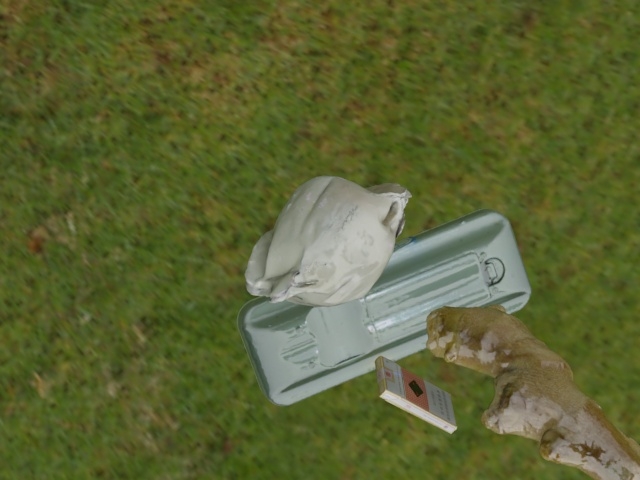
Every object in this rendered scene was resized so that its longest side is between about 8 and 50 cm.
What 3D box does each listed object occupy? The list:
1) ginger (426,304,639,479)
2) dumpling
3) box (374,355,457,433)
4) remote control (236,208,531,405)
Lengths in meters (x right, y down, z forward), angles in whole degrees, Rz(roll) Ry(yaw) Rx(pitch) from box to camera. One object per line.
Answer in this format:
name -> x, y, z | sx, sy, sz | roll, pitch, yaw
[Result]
ginger -> 0.179, 0.143, 1.135 | 0.089, 0.288, 0.075 | -20, 145, -32
dumpling -> 0.000, 0.000, 1.576 | 0.199, 0.136, 0.118 | -38, 123, -32
box -> 0.084, 0.136, 1.371 | 0.083, 0.046, 0.012 | 31, 121, -27
remote control -> 0.076, 0.076, 1.771 | 0.335, 0.065, 0.128 | -22, 103, -9
